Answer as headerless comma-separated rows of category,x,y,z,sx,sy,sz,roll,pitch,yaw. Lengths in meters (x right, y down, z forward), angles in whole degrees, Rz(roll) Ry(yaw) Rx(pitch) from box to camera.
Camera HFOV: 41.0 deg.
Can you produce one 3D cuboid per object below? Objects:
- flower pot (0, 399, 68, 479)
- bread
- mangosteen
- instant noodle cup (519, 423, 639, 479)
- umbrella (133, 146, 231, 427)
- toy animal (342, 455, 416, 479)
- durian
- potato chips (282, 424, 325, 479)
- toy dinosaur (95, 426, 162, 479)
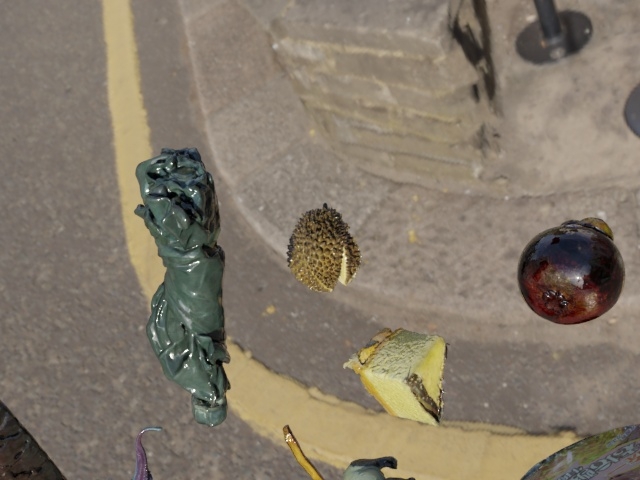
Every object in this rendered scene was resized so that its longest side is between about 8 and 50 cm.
flower pot,-0.468,0.291,0.979,0.267,0.267,0.266,-42,42,-24
bread,0.141,0.227,1.403,0.127,0.152,0.147,-37,26,-30
mangosteen,0.300,0.030,1.008,0.140,0.140,0.140,-17,46,18
instant noodle cup,0.567,0.539,1.610,0.339,0.266,0.340,-27,1,0
umbrella,-0.148,0.071,0.951,0.094,0.349,0.143,-4,33,-5
toy animal,0.134,0.548,1.886,0.121,0.094,0.225,-6,18,-25
durian,0.002,-0.001,1.215,0.110,0.071,0.140,-3,66,7
potato chips,-0.037,0.520,2.029,0.026,0.204,0.037,-27,26,10
toy dinosaur,-0.247,0.324,1.072,0.080,0.045,0.198,14,81,24
